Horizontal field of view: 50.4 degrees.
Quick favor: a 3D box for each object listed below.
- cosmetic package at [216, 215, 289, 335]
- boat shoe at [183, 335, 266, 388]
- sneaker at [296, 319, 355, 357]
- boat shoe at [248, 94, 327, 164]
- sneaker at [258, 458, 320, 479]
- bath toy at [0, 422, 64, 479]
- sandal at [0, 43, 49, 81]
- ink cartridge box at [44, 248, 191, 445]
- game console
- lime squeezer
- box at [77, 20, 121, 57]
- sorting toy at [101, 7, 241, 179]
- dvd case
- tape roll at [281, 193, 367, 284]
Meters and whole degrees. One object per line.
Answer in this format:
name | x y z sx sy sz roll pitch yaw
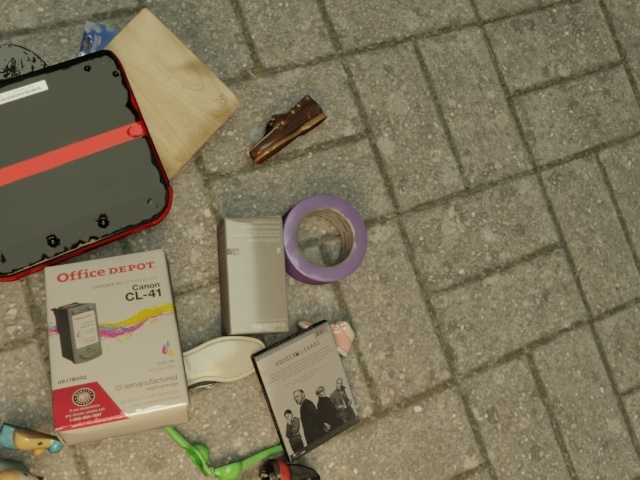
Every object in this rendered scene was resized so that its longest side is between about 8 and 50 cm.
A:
cosmetic package | -0.141 0.076 1.396 0.127 0.107 0.238 -3 79 -19
boat shoe | -0.234 0.250 1.349 0.255 0.079 0.095 -19 89 -17
sneaker | 0.016 0.189 1.455 0.134 0.051 0.070 35 77 -18
boat shoe | -0.082 -0.243 1.487 0.207 0.073 0.073 -39 92 -27
sneaker | -0.055 0.572 1.344 0.135 0.098 0.276 6 84 -23
bath toy | -0.553 0.500 1.170 0.129 0.151 0.348 20 79 -17
sandal | -0.570 -0.167 1.293 0.168 0.107 0.445 -1 82 -18
ink cartridge box | -0.367 0.189 1.230 0.226 0.131 0.306 -9 65 -13
game console | -0.498 -0.135 1.256 0.387 0.060 0.342 -24 97 -17
lime squeezer | -0.209 0.411 1.343 0.310 0.059 0.110 21 76 -13
box | -0.406 -0.377 1.415 0.178 0.042 0.109 12 78 -16
sorting toy | -0.342 -0.275 1.365 0.257 0.089 0.255 44 85 -16
dvd case | -0.026 0.305 1.393 0.179 0.029 0.238 -23 103 -26
tape roll | 0.000 0.000 1.466 0.189 0.080 0.189 3 80 -17
